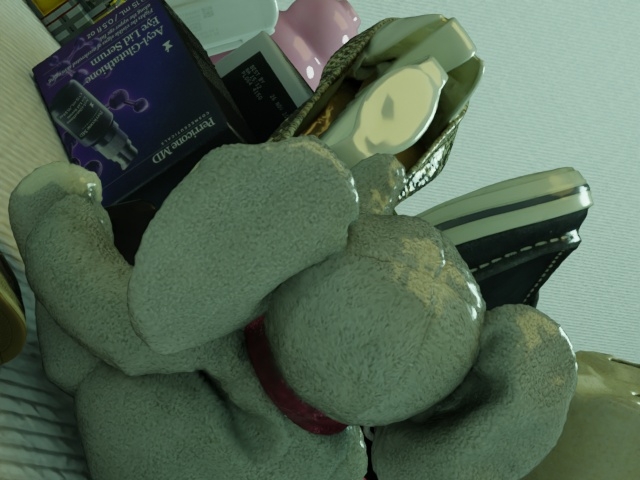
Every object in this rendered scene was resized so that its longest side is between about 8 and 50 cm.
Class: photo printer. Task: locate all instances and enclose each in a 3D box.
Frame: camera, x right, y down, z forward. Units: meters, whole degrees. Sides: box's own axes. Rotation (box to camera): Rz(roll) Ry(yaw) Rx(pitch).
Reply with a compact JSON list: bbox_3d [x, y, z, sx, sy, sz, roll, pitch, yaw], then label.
[{"bbox_3d":[-0.213,-0.370,1.476,0.307,0.256,0.107,-113,-172,-57],"label":"photo printer"}]

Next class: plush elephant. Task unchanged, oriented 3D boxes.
[{"bbox_3d":[-0.018,0.050,0.565,0.272,0.255,0.330,45,18,-28],"label":"plush elephant"}]

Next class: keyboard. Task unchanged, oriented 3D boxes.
[{"bbox_3d":[-0.136,0.041,0.795,0.108,0.023,0.180,-17,59,-48],"label":"keyboard"}]

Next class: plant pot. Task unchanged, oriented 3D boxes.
[{"bbox_3d":[0.300,0.293,1.033,0.334,0.305,0.334,15,10,-3],"label":"plant pot"}]

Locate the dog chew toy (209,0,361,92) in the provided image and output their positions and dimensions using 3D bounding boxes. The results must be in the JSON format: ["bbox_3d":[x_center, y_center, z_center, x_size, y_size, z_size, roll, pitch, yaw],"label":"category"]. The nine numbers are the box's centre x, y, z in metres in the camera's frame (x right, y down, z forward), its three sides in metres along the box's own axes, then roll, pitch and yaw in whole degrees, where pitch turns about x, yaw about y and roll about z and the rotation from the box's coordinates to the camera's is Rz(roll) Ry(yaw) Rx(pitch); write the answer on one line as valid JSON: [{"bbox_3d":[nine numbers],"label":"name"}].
[{"bbox_3d":[-0.084,-0.267,1.539,0.206,0.332,0.206,55,5,-8],"label":"dog chew toy"}]

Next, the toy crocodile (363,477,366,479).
[{"bbox_3d":[-0.014,0.180,0.792,0.115,0.105,0.340,49,10,-49],"label":"toy crocodile"}]

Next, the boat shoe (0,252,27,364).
[{"bbox_3d":[-0.207,-0.002,0.511,0.152,0.056,0.049,64,-2,-20],"label":"boat shoe"}]

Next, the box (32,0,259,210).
[{"bbox_3d":[-0.165,-0.117,0.955,0.207,0.153,0.108,59,7,29],"label":"box"}]

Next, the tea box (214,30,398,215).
[{"bbox_3d":[-0.032,-0.022,1.181,0.329,0.220,0.323,58,7,13],"label":"tea box"}]

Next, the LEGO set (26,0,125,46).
[{"bbox_3d":[-0.255,-0.377,1.210,0.192,0.255,0.331,54,10,-22],"label":"LEGO set"}]

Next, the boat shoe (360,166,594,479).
[{"bbox_3d":[0.095,0.100,0.855,0.156,0.187,0.500,65,-31,21],"label":"boat shoe"}]

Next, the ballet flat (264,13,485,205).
[{"bbox_3d":[0.064,-0.119,0.930,0.164,0.182,0.483,41,40,-4],"label":"ballet flat"}]
